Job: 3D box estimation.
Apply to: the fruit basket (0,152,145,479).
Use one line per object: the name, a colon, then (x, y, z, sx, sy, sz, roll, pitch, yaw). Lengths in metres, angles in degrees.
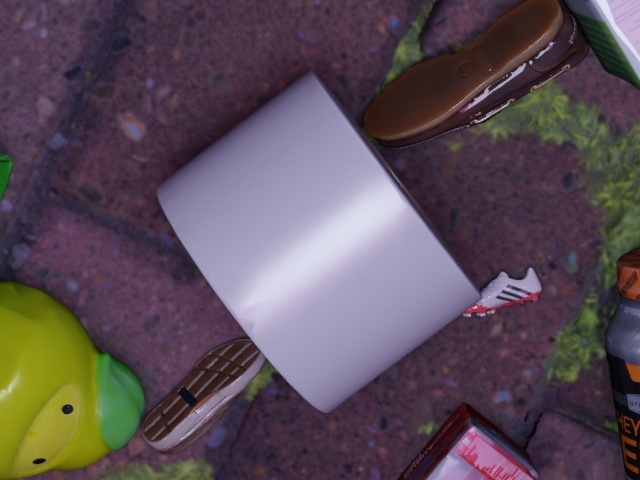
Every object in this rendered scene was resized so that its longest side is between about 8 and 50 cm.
fruit basket: (-0.340, 0.108, 1.615, 0.392, 0.283, 0.392, 2, 101, 10)

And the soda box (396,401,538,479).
soda box: (0.082, 0.278, 1.730, 0.083, 0.092, 0.263, 39, 96, -6)

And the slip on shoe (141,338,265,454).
slip on shoe: (-0.101, 0.145, 1.732, 0.135, 0.051, 0.041, -44, 137, -3)

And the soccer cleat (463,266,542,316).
soccer cleat: (0.160, 0.047, 1.731, 0.083, 0.029, 0.035, -13, 90, -3)

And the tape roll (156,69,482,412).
tape roll: (0.000, 0.000, 1.609, 0.169, 0.246, 0.246, -38, 98, 5)

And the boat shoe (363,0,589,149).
boat shoe: (0.139, -0.134, 1.674, 0.207, 0.073, 0.073, -28, 139, 19)

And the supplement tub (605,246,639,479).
supplement tub: (0.357, 0.159, 1.669, 0.194, 0.193, 0.316, -10, 98, 0)

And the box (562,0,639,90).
box: (0.196, -0.276, 1.578, 0.058, 0.232, 0.322, -30, 99, 5)
